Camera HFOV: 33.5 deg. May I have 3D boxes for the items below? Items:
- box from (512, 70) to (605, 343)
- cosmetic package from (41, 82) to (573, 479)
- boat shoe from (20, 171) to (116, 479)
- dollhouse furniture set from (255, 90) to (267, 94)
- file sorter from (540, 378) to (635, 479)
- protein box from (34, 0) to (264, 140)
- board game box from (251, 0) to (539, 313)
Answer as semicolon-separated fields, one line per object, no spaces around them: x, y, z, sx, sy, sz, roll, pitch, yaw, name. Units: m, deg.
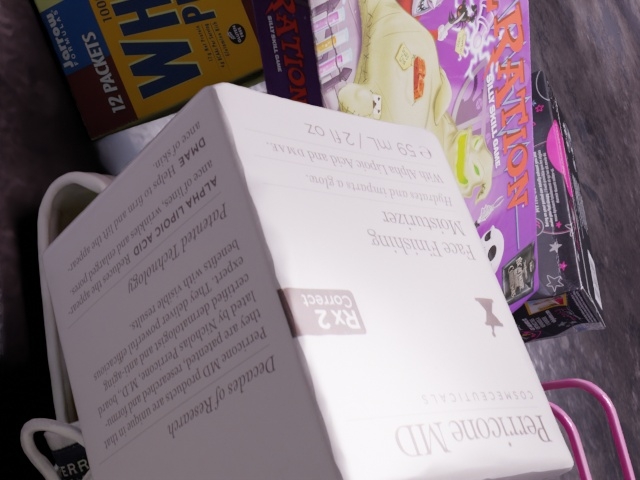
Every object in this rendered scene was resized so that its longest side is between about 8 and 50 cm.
0.206;-0.026;1.146;0.163;0.142;0.247;41;41;-60;box
-0.013;0.053;0.491;0.151;0.151;0.184;5;57;-45;cosmetic package
-0.101;0.123;0.557;0.156;0.136;0.367;25;50;-53;boat shoe
0.000;0.000;0.778;0.242;0.161;0.212;-5;106;-48;dollhouse furniture set
0.088;0.222;0.735;0.290;0.182;0.202;-11;84;-53;file sorter
-0.056;-0.180;0.737;0.201;0.199;0.136;-34;104;-59;protein box
0.059;-0.073;0.654;0.208;0.056;0.347;-38;130;-41;board game box
